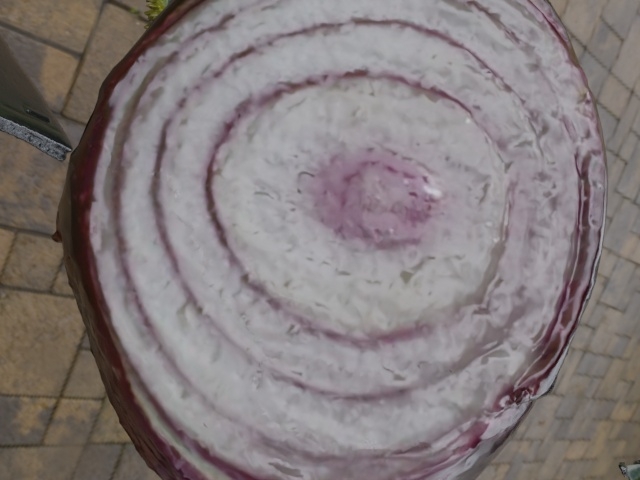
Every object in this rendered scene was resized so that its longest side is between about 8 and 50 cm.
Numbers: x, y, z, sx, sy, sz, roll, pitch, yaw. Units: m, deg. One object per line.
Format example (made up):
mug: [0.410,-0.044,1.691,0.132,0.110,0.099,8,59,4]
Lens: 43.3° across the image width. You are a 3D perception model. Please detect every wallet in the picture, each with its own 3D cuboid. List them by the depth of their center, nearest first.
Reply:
wallet: [-0.323,-0.174,0.747,0.025,0.244,0.124,-45,152,11]

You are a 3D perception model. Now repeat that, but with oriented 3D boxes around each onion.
onion: [0.000,0.000,0.492,0.260,0.281,0.337,118,-14,-74]

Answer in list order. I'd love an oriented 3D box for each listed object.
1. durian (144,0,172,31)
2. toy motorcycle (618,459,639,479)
durian: [-0.090,-0.170,0.823,0.193,0.237,0.138,11,131,-13]
toy motorcycle: [0.373,0.243,0.706,0.127,0.205,0.275,69,26,-11]
